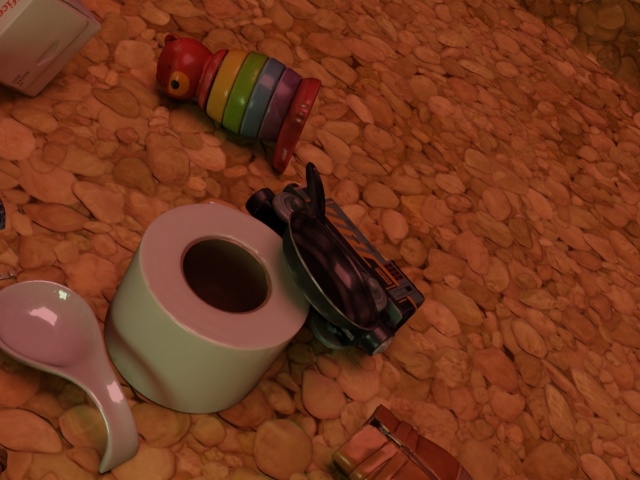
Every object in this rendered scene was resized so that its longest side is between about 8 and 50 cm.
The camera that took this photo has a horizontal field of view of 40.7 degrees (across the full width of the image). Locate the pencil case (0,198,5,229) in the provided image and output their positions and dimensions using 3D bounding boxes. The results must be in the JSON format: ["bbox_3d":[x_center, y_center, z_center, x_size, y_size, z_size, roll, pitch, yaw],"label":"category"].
[{"bbox_3d":[-0.546,-0.156,1.163,0.167,0.160,0.386,-27,60,-5],"label":"pencil case"}]

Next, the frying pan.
[{"bbox_3d":[-0.014,-0.006,1.229,0.197,0.053,0.326,27,32,-56],"label":"frying pan"}]

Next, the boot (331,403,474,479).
[{"bbox_3d":[0.105,0.356,1.166,0.220,0.109,0.283,42,39,7],"label":"boot"}]

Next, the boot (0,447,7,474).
[{"bbox_3d":[-0.425,0.330,0.855,0.236,0.089,0.270,26,49,-49],"label":"boot"}]

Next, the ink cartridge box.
[{"bbox_3d":[-0.506,-0.381,1.368,0.233,0.171,0.168,48,9,16],"label":"ink cartridge box"}]

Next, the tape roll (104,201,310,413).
[{"bbox_3d":[-0.158,0.093,1.197,0.246,0.169,0.246,19,43,-18],"label":"tape roll"}]

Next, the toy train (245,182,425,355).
[{"bbox_3d":[0.019,0.041,1.403,0.334,0.142,0.190,48,30,18],"label":"toy train"}]

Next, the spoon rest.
[{"bbox_3d":[-0.317,0.156,1.097,0.137,0.084,0.276,-23,67,-45],"label":"spoon rest"}]

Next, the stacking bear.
[{"bbox_3d":[-0.159,-0.275,1.565,0.289,0.175,0.164,23,44,-3],"label":"stacking bear"}]

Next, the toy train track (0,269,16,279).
[{"bbox_3d":[-0.452,0.047,1.162,0.083,0.014,0.048,-6,55,-38],"label":"toy train track"}]
